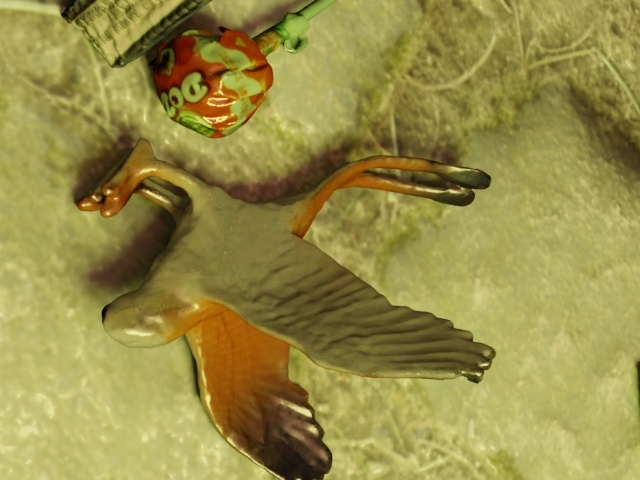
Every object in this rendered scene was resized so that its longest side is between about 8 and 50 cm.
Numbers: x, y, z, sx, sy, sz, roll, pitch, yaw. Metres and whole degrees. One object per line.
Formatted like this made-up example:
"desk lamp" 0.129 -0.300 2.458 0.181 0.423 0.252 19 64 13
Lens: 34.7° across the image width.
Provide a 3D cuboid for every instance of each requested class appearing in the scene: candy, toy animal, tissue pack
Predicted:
"candy" -0.025 -0.177 0.832 0.084 0.078 0.287 44 54 3
"toy animal" -0.021 -0.009 0.779 0.302 0.225 0.284 28 52 -13
"tissue pack" -0.071 -0.216 0.703 0.073 0.235 0.173 48 64 -17
